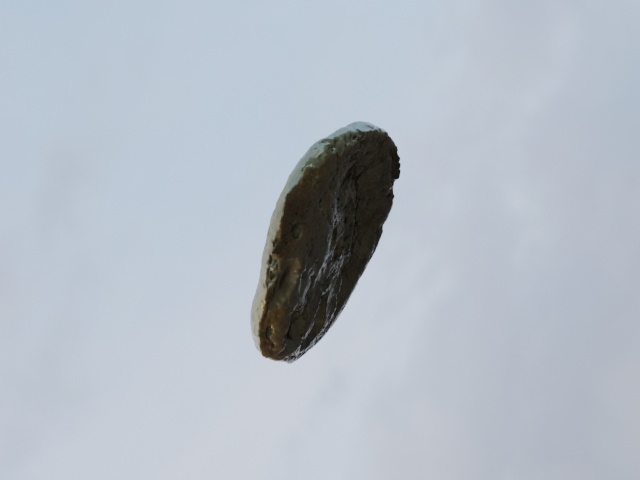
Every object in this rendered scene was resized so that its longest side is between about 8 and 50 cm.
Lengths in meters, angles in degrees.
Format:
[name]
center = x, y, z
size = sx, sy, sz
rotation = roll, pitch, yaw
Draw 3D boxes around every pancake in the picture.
[pancake]
center = 0.001, 0.000, 1.089
size = 0.151, 0.025, 0.151
rotation = -53, -22, -33
